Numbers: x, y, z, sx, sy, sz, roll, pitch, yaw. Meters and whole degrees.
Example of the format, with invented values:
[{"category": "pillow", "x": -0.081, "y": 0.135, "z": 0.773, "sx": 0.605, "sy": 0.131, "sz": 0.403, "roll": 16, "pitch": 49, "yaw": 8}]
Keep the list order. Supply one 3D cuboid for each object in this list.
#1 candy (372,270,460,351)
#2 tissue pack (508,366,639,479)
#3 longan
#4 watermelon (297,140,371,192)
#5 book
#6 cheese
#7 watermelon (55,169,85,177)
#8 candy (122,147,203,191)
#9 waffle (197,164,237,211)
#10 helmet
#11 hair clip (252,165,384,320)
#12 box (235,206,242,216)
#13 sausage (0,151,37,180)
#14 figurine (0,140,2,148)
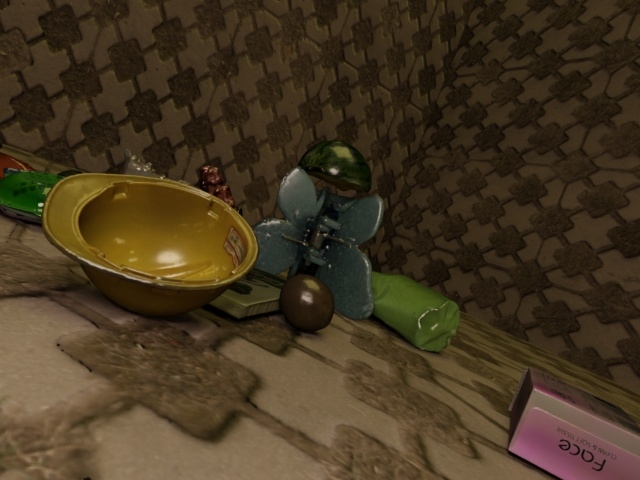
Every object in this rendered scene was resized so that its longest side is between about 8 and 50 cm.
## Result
[{"category": "candy", "x": 0.215, "y": 0.172, "z": 1.183, "sx": 0.132, "sy": 0.142, "sz": 0.344, "roll": 6, "pitch": 8, "yaw": -27}, {"category": "tissue pack", "x": 0.357, "y": 0.266, "z": 0.645, "sx": 0.149, "sy": 0.092, "sz": 0.246, "roll": 23, "pitch": 2, "yaw": 26}, {"category": "longan", "x": -0.028, "y": 0.109, "z": 0.815, "sx": 0.106, "sy": 0.106, "sz": 0.119, "roll": 20, "pitch": 19, "yaw": -35}, {"category": "watermelon", "x": 0.046, "y": -0.213, "z": 1.250, "sx": 0.232, "sy": 0.127, "sz": 0.204, "roll": 16, "pitch": 6, "yaw": -39}, {"category": "book", "x": -0.178, "y": 0.082, "z": 0.899, "sx": 0.261, "sy": 0.043, "sz": 0.371, "roll": 20, "pitch": 2, "yaw": 17}, {"category": "cheese", "x": -0.568, "y": -0.098, "z": 0.914, "sx": 0.204, "sy": 0.083, "sz": 0.321, "roll": 4, "pitch": 17, "yaw": -44}, {"category": "watermelon", "x": -0.591, "y": -0.120, "z": 1.080, "sx": 0.133, "sy": 0.105, "sz": 0.105, "roll": -7, "pitch": -19, "yaw": 43}, {"category": "candy", "x": -0.363, "y": -0.063, "z": 0.949, "sx": 0.185, "sy": 0.195, "sz": 0.137, "roll": 25, "pitch": 5, "yaw": -25}, {"category": "waffle", "x": -0.227, "y": -0.057, "z": 1.039, "sx": 0.056, "sy": 0.234, "sz": 0.221, "roll": -20, "pitch": -1, "yaw": -20}, {"category": "helmet", "x": -0.222, "y": 0.026, "z": 0.593, "sx": 0.257, "sy": 0.140, "sz": 0.205, "roll": 10, "pitch": 39, "yaw": -26}, {"category": "hair clip", "x": 0.000, "y": 0.000, "z": 1.227, "sx": 0.393, "sy": 0.317, "sz": 0.238, "roll": 19, "pitch": -1, "yaw": 8}, {"category": "box", "x": -0.331, "y": -0.046, "z": 1.434, "sx": 0.135, "sy": 0.150, "sz": 0.151, "roll": 13, "pitch": 2, "yaw": -2}, {"category": "sausage", "x": -0.739, "y": -0.159, "z": 1.035, "sx": 0.180, "sy": 0.089, "sz": 0.089, "roll": 22, "pitch": 2, "yaw": -18}, {"category": "figurine", "x": -0.794, "y": -0.184, "z": 0.917, "sx": 0.229, "sy": 0.111, "sz": 0.137, "roll": 7, "pitch": 2, "yaw": -16}]
